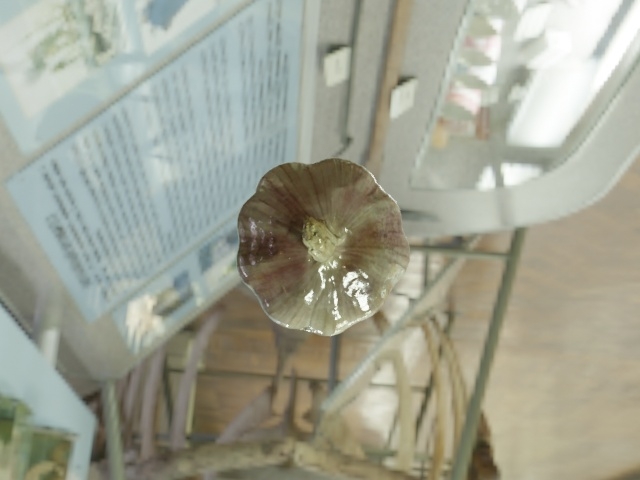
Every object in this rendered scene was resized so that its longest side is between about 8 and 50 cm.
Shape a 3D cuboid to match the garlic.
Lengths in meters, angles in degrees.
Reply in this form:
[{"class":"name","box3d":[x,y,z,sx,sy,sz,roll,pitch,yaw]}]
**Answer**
[{"class":"garlic","box3d":[0.000,0.000,1.625,0.245,0.245,0.253,5,174,-2]}]
